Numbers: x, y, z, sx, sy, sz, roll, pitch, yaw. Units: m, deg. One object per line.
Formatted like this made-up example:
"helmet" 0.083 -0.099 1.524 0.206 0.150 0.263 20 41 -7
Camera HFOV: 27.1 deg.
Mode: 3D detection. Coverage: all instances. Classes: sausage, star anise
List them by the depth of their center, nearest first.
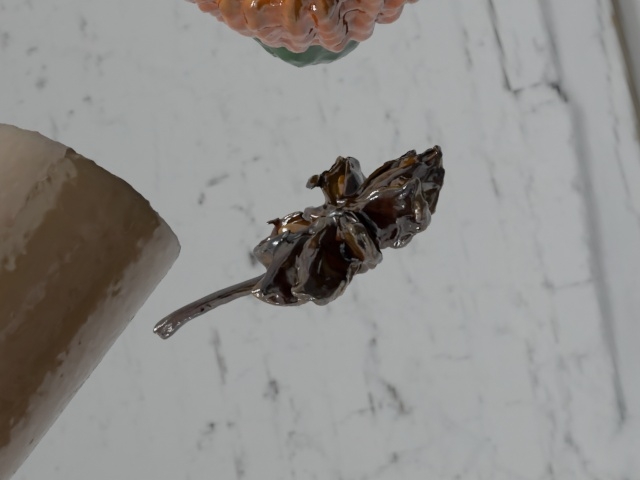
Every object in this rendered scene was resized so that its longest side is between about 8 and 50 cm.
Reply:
"sausage" -0.188 0.068 0.643 0.253 0.123 0.123 -55 -48 -17
"star anise" -0.003 -0.001 0.967 0.177 0.234 0.073 -48 -66 -40

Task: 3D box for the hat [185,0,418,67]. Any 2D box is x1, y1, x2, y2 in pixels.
"hat" 0.017 -0.256 1.153 0.400 0.285 0.285 48 -147 -69
